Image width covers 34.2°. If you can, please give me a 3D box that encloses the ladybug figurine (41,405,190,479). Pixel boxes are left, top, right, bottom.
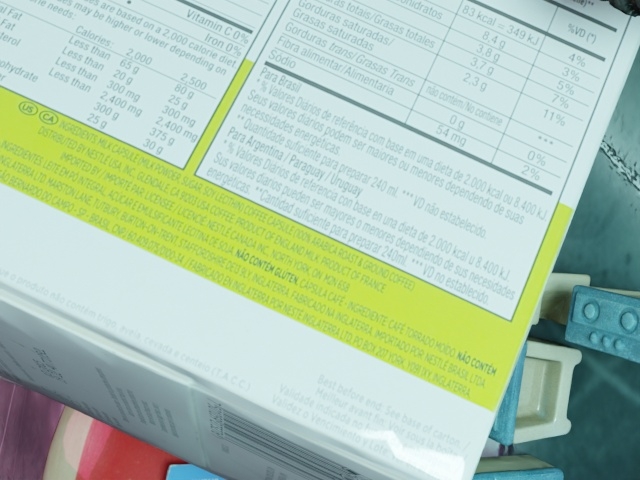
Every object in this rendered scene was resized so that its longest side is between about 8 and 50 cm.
[{"bbox_3d":[-0.112,0.207,1.042,0.162,0.305,0.450,27,97,39],"label":"ladybug figurine"}]

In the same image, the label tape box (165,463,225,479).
[{"bbox_3d":[-0.051,0.372,0.967,0.106,0.240,0.334,42,122,53],"label":"label tape box"}]

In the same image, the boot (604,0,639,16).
[{"bbox_3d":[0.210,-0.238,0.576,0.131,0.260,0.348,-60,40,37],"label":"boot"}]

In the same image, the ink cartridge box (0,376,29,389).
[{"bbox_3d":[-0.331,0.066,1.498,0.226,0.131,0.306,-20,50,55],"label":"ink cartridge box"}]

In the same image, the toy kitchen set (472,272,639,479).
[{"bbox_3d":[0.167,0.131,0.745,0.166,0.122,0.207,16,101,59],"label":"toy kitchen set"}]

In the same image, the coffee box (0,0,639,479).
[{"bbox_3d":[-0.032,-0.033,0.687,0.338,0.338,0.334,105,-170,-69],"label":"coffee box"}]
